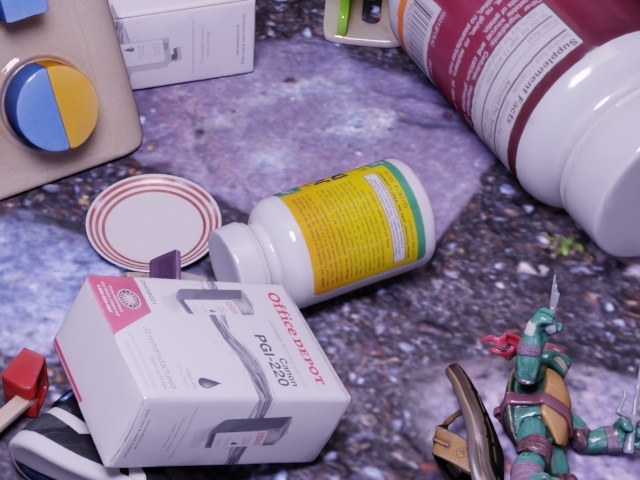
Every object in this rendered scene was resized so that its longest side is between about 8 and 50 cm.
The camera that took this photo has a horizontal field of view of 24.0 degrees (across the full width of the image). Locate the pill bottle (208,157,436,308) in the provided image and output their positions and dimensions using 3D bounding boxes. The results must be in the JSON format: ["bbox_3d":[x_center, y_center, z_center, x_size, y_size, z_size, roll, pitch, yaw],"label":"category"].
[{"bbox_3d":[0.000,0.000,1.501,0.208,0.118,0.117,-19,50,-19],"label":"pill bottle"}]

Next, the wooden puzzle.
[{"bbox_3d":[-0.356,-0.188,1.527,0.348,0.322,0.080,-24,23,-26],"label":"wooden puzzle"}]

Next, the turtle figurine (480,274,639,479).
[{"bbox_3d":[0.218,0.158,1.372,0.175,0.118,0.234,37,43,-25],"label":"turtle figurine"}]

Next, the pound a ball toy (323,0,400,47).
[{"bbox_3d":[0.079,-0.382,1.809,0.135,0.208,0.319,4,46,1],"label":"pound a ball toy"}]

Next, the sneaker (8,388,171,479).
[{"bbox_3d":[-0.158,0.191,1.335,0.217,0.079,0.121,25,50,20],"label":"sneaker"}]

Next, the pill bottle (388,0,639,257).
[{"bbox_3d":[0.260,-0.179,1.614,0.224,0.224,0.392,-20,51,-21],"label":"pill bottle"}]

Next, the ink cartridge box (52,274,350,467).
[{"bbox_3d":[-0.105,0.117,1.344,0.218,0.092,0.158,6,38,-37],"label":"ink cartridge box"}]

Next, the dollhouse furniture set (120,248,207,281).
[{"bbox_3d":[-0.141,0.082,1.489,0.081,0.091,0.114,19,59,-43],"label":"dollhouse furniture set"}]

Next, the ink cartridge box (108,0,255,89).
[{"bbox_3d":[-0.236,-0.281,1.754,0.283,0.117,0.207,-10,48,-14],"label":"ink cartridge box"}]

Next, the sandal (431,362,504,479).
[{"bbox_3d":[0.133,0.204,1.354,0.060,0.090,0.219,-17,53,10],"label":"sandal"}]

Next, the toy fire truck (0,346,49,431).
[{"bbox_3d":[-0.348,0.165,1.370,0.135,0.047,0.192,20,49,13],"label":"toy fire truck"}]

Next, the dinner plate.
[{"bbox_3d":[-0.174,-0.016,1.574,0.141,0.017,0.141,1,46,-1],"label":"dinner plate"}]
